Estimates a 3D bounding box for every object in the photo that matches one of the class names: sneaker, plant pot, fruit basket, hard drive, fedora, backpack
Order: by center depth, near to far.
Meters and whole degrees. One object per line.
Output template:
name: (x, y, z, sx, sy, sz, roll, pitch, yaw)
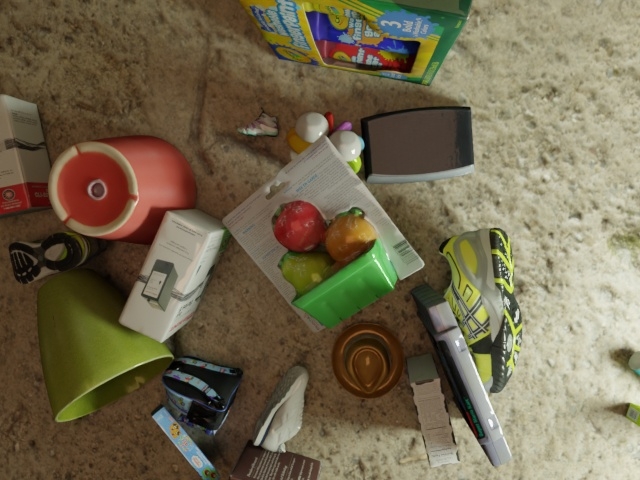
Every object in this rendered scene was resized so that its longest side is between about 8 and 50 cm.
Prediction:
fruit basket: (0.000, 0.000, 1.060, 0.327, 0.165, 0.353, -37, 90, 23)
plant pot: (-0.449, -0.114, 1.070, 0.275, 0.243, 0.274, 0, 95, 5)
sneaker: (0.369, 0.160, 1.087, 0.147, 0.145, 0.384, -2, 99, 37)
hard drive: (0.225, -0.221, 1.087, 0.255, 0.054, 0.171, -4, 95, 6)
plant pot: (-0.542, 0.222, 1.119, 0.275, 0.275, 0.293, -35, 76, 8)
sneaker: (-0.149, -0.286, 1.130, 0.098, 0.038, 0.069, 2, 94, -4)
fedora: (0.113, 0.299, 1.133, 0.195, 0.079, 0.194, 1, 96, 6)
backpack: (-0.297, 0.364, 1.140, 0.174, 0.158, 0.116, 21, 113, 1)
sneaker: (-0.080, 0.418, 1.170, 0.095, 0.090, 0.235, 27, 101, -10)
sneaker: (-0.656, 0.039, 1.175, 0.300, 0.121, 0.111, -7, 94, 25)

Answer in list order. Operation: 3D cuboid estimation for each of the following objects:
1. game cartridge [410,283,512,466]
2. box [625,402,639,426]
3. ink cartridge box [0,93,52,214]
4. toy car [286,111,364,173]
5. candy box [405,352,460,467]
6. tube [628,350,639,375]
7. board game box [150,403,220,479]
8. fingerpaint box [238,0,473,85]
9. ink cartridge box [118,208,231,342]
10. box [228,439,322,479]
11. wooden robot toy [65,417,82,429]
game cartridge: (0.298, 0.280, 1.037, 0.068, 0.230, 0.354, -23, 92, 8)
box: (0.808, 0.429, 1.060, 0.178, 0.109, 0.042, 18, 93, 4)
ink cartridge box: (-0.794, -0.197, 1.161, 0.197, 0.114, 0.272, -10, 95, 7)
toy car: (0.021, -0.224, 1.077, 0.182, 0.159, 0.136, 29, 61, 3)
candy box: (0.254, 0.382, 1.083, 0.070, 0.165, 0.196, -14, 94, 8)
tube: (0.811, 0.333, 1.086, 0.207, 0.052, 0.080, 35, 109, -4)
board game box: (-0.337, 0.498, 1.160, 0.039, 0.160, 0.211, -38, 90, -26)
fingerpaint box: (0.068, -0.442, 0.887, 0.372, 0.445, 0.163, 12, 97, 4)
ink cartridge box: (-0.327, 0.072, 1.096, 0.115, 0.198, 0.272, 26, 98, 2)
box: (-0.118, 0.624, 1.141, 0.203, 0.167, 0.168, 14, 96, 4)
wooden robot toy: (-0.644, 0.399, 1.237, 0.079, 0.076, 0.173, 6, 97, 41)
